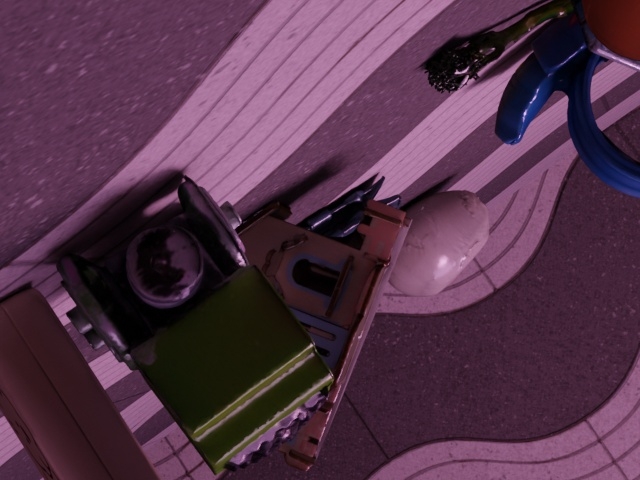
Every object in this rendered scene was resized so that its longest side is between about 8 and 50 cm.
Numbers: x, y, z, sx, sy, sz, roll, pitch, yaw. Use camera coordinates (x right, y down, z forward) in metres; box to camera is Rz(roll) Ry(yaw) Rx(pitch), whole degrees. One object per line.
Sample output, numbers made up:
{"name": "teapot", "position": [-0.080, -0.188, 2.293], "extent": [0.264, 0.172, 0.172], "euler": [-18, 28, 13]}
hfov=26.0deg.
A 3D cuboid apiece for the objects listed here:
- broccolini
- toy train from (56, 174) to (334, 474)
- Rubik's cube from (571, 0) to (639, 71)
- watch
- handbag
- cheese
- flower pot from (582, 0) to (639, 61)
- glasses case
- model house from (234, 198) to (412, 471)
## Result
{"name": "broccolini", "position": [0.213, -0.215, 1.494], "extent": [0.254, 0.057, 0.071], "euler": [-26, -148, -33]}
{"name": "toy train", "position": [-0.111, 0.090, 1.276], "extent": [0.173, 0.249, 0.307], "euler": [-35, 173, -10]}
{"name": "Rubik's cube", "position": [0.367, -0.242, 1.371], "extent": [0.228, 0.233, 0.229], "euler": [-7, 153, 10]}
{"name": "watch", "position": [0.386, -0.166, 1.698], "extent": [0.305, 0.274, 0.241], "euler": [-40, 173, 4]}
{"name": "handbag", "position": [0.000, 0.000, 1.949], "extent": [0.229, 0.062, 0.179], "euler": [-32, 170, -12]}
{"name": "cheese", "position": [0.194, 0.007, 2.467], "extent": [0.189, 0.154, 0.198], "euler": [-51, 178, -32]}
{"name": "flower pot", "position": [0.315, -0.262, 1.170], "extent": [0.190, 0.190, 0.173], "euler": [-33, 160, -7]}
{"name": "glasses case", "position": [-0.207, 0.209, 1.268], "extent": [0.076, 0.336, 0.144], "euler": [-32, 172, -19]}
{"name": "model house", "position": [-0.059, 0.077, 1.652], "extent": [0.169, 0.244, 0.326], "euler": [2, 109, -80]}
